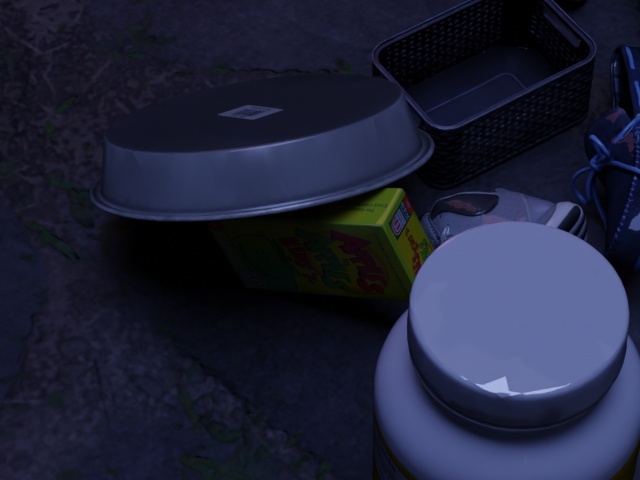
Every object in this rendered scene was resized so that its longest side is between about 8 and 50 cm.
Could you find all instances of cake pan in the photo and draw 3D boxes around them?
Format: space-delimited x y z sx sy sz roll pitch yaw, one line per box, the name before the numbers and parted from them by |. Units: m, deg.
cake pan | -0.053 -0.083 1.618 0.293 0.054 0.293 -8 17 2

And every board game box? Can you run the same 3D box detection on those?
board game box | 0.000 0.000 1.586 0.181 0.092 0.043 4 49 35

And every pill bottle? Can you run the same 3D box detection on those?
pill bottle | 0.130 0.143 1.361 0.188 0.334 0.188 0 52 0

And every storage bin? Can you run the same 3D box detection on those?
storage bin | 0.146 -0.142 1.740 0.180 0.084 0.122 -27 56 -19

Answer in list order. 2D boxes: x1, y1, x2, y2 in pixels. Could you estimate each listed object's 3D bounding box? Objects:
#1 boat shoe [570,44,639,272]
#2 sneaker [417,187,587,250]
boat shoe | 0.265 -0.072 1.679 0.089 0.109 0.258 23 40 -3
sneaker | 0.112 0.037 1.615 0.132 0.086 0.229 24 53 32
